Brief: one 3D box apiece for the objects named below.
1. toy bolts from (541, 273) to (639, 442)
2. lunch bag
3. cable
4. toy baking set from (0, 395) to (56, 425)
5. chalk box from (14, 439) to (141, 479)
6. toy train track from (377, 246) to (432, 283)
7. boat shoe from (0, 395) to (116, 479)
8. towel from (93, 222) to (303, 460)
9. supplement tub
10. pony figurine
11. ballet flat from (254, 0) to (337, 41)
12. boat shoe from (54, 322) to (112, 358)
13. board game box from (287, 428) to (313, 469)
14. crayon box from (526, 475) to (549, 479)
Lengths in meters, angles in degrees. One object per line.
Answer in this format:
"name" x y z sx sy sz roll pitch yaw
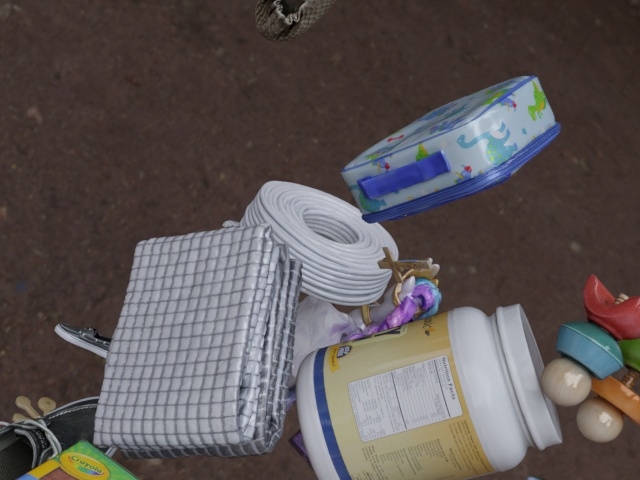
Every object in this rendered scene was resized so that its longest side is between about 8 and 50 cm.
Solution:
"toy bolts" 0.381 0.177 1.219 0.228 0.158 0.218 40 -5 -32
"lunch bag" 0.140 -0.096 1.106 0.176 0.219 0.090 -34 101 -43
"cable" 0.000 0.000 1.575 0.257 0.089 0.257 35 26 16
"toy baking set" -0.534 0.388 1.910 0.197 0.030 0.256 31 22 2
"chalk box" -0.269 0.359 1.094 0.180 0.179 0.289 29 26 19
"toy train track" 0.097 0.025 1.123 0.014 0.083 0.048 -36 110 -33
"boat shoe" -0.423 0.320 1.455 0.335 0.119 0.121 -29 70 -35
"towel" -0.148 0.131 1.249 0.121 0.235 0.283 37 52 -48
"supplement tub" 0.148 0.221 1.355 0.228 0.316 0.228 -18 90 -77
"pony figurine" 0.045 0.199 1.772 0.303 0.363 0.351 44 47 -11
"ballet flat" 0.022 -0.292 0.966 0.084 0.250 0.058 43 18 -6
"boat shoe" -0.442 0.188 1.919 0.142 0.040 0.049 26 6 -2
"board game box" 0.122 0.462 1.994 0.208 0.056 0.347 -40 89 -20
"crayon box" 0.317 0.362 0.918 0.083 0.323 0.203 23 79 -42
